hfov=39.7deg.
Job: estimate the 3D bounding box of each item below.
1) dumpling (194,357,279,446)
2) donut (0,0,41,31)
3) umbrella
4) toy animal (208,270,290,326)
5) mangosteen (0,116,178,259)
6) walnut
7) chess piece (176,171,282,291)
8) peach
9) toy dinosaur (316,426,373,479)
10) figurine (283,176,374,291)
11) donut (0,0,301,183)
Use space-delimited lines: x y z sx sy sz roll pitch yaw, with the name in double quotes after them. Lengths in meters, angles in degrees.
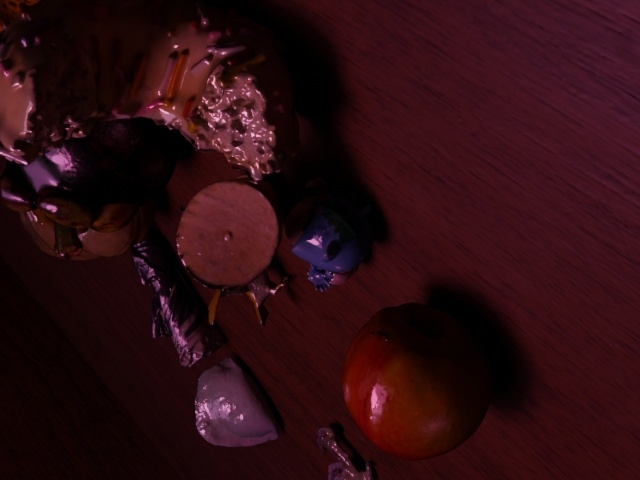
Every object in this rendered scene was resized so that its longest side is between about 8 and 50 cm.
-0.185 0.367 1.919 0.216 0.149 0.105 51 -164 -4 "dumpling"
-0.604 -0.441 1.647 0.378 0.163 0.435 42 160 2 "donut"
-0.334 0.104 1.915 0.106 0.113 0.357 -26 92 38 "umbrella"
-0.097 0.054 1.455 0.095 0.155 0.219 29 -165 4 "toy animal"
-0.397 -0.161 1.460 0.297 0.314 0.297 52 166 18 "mangosteen"
-0.468 -0.096 1.735 0.253 0.282 0.276 -80 -24 -65 "walnut"
-0.100 -0.022 1.202 0.137 0.137 0.301 58 -173 -3 "chess piece"
0.115 0.178 1.081 0.197 0.197 0.197 42 152 29 "peach"
0.064 0.479 1.672 0.162 0.077 0.294 28 129 54 "toy dinosaur"
0.001 -0.005 1.175 0.144 0.114 0.178 49 163 20 "figurine"
-0.207 -0.200 1.065 0.307 0.371 0.150 -106 24 -51 "donut"
